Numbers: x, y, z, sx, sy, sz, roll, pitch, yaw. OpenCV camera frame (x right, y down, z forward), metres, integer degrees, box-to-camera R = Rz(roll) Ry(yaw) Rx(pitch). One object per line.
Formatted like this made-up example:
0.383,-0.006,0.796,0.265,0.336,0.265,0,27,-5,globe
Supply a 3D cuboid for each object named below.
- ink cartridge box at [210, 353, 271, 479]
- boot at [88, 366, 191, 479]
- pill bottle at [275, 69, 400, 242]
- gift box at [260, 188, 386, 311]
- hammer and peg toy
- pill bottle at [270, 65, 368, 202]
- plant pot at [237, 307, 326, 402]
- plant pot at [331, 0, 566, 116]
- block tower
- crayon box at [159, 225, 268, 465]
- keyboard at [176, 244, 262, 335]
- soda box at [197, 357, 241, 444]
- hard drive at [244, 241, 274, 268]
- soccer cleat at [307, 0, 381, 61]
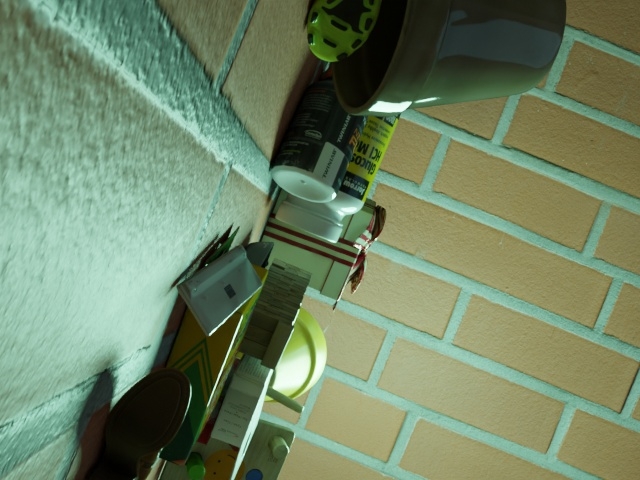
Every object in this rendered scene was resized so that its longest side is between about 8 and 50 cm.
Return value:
-0.145,0.313,1.552,0.296,0.066,0.261,-65,175,-72,ink cartridge box
-0.202,0.212,0.936,0.197,0.073,0.152,-56,180,9,boot
0.031,-0.174,1.684,0.188,0.188,0.334,-44,156,-88,pill bottle
0.000,0.000,1.922,0.276,0.258,0.255,-69,180,-73,gift box
-0.188,0.457,1.775,0.361,0.266,0.127,-67,-162,4,hammer and peg toy
0.010,-0.204,1.480,0.130,0.130,0.245,110,2,-71,pill bottle
-0.138,0.290,1.972,0.254,0.254,0.239,-68,165,12,plant pot
0.196,-0.331,1.203,0.323,0.280,0.323,-174,-90,-72,plant pot
-0.088,0.130,1.548,0.335,0.097,0.091,-74,-174,-74,block tower
-0.167,0.154,1.219,0.202,0.081,0.318,-64,176,-72,crayon box
-0.129,0.061,1.077,0.014,0.072,0.256,-24,-175,14,keyboard
-0.220,0.299,1.564,0.263,0.083,0.092,-60,170,-81,soda box
-0.159,0.109,1.534,0.254,0.054,0.172,-67,180,-65,hard drive
0.054,-0.375,1.098,0.289,0.093,0.121,111,-1,-47,soccer cleat
